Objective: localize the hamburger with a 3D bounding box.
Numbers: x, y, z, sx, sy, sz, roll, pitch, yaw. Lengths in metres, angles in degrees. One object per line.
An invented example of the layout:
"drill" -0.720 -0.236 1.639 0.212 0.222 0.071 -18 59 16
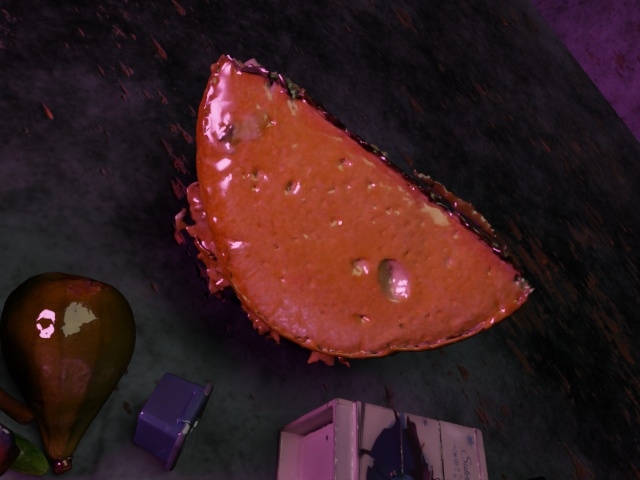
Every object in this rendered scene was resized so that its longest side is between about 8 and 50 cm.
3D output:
"hamburger" 0.000 0.000 0.752 0.445 0.287 0.268 37 6 -8

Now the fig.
"fig" -0.246 0.122 0.599 0.126 0.133 0.184 -41 129 -60

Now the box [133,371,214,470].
"box" -0.157 0.186 0.620 0.054 0.099 0.074 25 47 -2

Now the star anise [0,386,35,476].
"star anise" -0.330 0.050 0.440 0.346 0.148 0.237 36 15 26

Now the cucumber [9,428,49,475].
"cucumber" -0.326 0.176 0.537 0.168 0.039 0.039 27 49 -21

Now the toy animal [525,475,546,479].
"toy animal" 0.301 0.480 0.761 0.195 0.090 0.324 22 53 -42

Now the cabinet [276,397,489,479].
"cabinet" 0.070 0.288 0.682 0.206 0.150 0.145 20 52 -25
